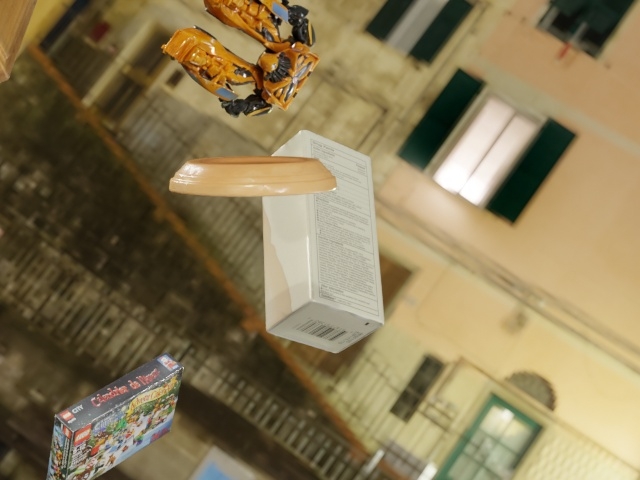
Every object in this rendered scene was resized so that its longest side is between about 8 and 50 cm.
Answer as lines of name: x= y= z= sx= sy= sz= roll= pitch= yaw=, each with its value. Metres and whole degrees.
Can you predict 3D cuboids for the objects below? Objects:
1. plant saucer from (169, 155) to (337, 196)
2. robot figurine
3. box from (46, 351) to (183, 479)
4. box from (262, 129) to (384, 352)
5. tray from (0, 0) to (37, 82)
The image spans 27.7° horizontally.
plant saucer: x=-0.080 y=-0.078 z=1.548 sx=0.200 sy=0.037 sz=0.200 roll=0 pitch=8 yaw=0
robot figurine: x=-0.109 y=-0.294 z=2.030 sx=0.085 sy=0.211 sz=0.291 roll=39 pitch=9 yaw=35
box: x=-0.325 y=0.292 z=2.065 sx=0.044 sy=0.233 sz=0.159 roll=37 pitch=-47 yaw=24
box: x=0.000 y=0.000 z=2.018 sx=0.148 sy=0.311 sz=0.121 roll=21 pitch=-39 yaw=-32
tray: x=-0.365 y=-0.334 z=1.360 sx=0.411 sy=0.076 sz=0.202 roll=-92 pitch=163 yaw=-57
